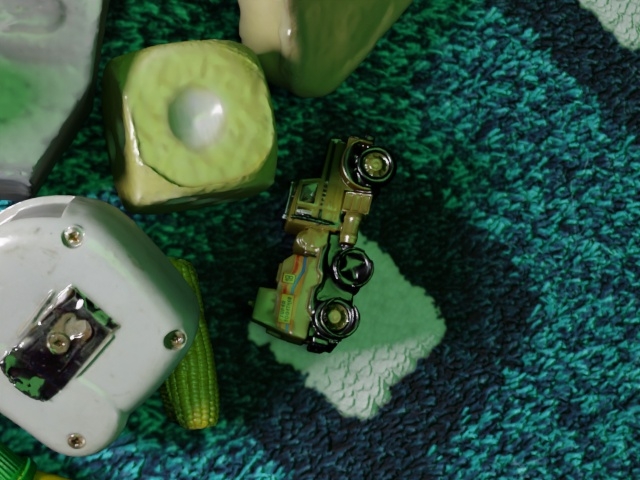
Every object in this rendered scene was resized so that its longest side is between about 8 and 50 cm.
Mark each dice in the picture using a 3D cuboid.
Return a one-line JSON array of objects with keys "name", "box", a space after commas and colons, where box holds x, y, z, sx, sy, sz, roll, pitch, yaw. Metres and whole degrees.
[{"name": "dice", "box": [-0.150, -0.124, 1.186, 0.166, 0.169, 0.169, -9, 87, -19]}]

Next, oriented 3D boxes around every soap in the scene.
[{"name": "soap", "box": [-0.383, -0.262, 1.104, 0.350, 0.213, 0.435, 9, 82, -19]}]

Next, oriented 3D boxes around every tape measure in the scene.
[{"name": "tape measure", "box": [-0.281, 0.085, 1.104, 0.258, 0.130, 0.265, 39, 106, -11]}]

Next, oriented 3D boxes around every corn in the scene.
[{"name": "corn", "box": [-0.161, 0.118, 1.210, 0.072, 0.072, 0.203, -12, 89, -20]}]

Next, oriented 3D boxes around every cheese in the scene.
[{"name": "cheese", "box": [0.054, -0.387, 1.253, 0.384, 0.104, 0.384, -31, 135, -37]}]

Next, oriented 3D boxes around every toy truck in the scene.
[{"name": "toy truck", "box": [0.005, -0.001, 1.256, 0.127, 0.127, 0.257, 18, 77, -2]}]

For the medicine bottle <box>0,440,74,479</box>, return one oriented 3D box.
[{"name": "medicine bottle", "box": [-0.313, 0.287, 1.135, 0.309, 0.076, 0.111, 45, 71, -8]}]
